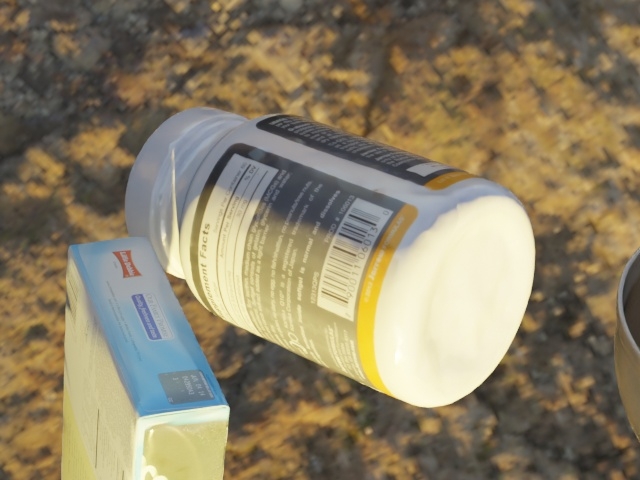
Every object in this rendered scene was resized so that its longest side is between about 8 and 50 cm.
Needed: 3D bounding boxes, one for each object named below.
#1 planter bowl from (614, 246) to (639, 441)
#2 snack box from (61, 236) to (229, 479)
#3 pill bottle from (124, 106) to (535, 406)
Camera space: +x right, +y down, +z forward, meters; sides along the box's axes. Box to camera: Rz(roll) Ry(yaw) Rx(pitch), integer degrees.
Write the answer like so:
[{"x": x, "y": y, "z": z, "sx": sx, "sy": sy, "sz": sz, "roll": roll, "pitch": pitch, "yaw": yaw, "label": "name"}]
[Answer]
[{"x": 0.224, "y": 0.078, "z": 0.783, "sx": 0.162, "sy": 0.109, "sz": 0.162, "roll": 2, "pitch": 41, "yaw": -2, "label": "planter bowl"}, {"x": -0.125, "y": 0.182, "z": 1.011, "sx": 0.060, "sy": 0.322, "sz": 0.187, "roll": -6, "pitch": 34, "yaw": -20, "label": "snack box"}, {"x": 0.000, "y": 0.000, "z": 1.091, "sx": 0.162, "sy": 0.278, "sz": 0.162, "roll": -25, "pitch": 125, "yaw": -42, "label": "pill bottle"}]
